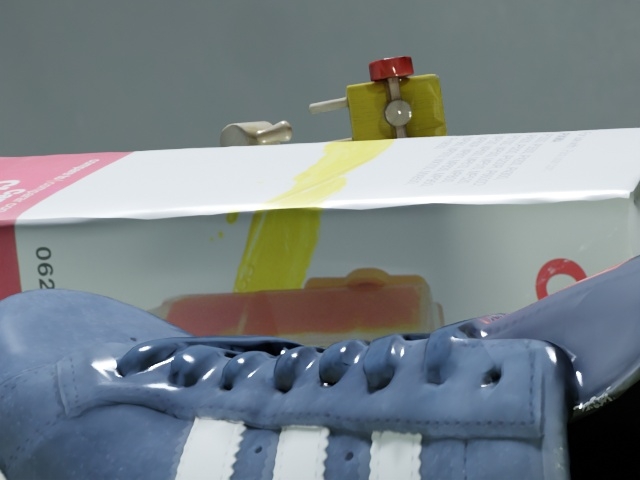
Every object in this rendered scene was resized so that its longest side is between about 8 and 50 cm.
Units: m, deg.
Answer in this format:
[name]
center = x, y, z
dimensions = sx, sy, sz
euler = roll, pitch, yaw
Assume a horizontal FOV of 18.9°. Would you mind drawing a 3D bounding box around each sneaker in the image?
[sneaker]
center = 0.039, 0.052, 0.455
dimensions = 0.131, 0.350, 0.148
euler = -7, 115, -47

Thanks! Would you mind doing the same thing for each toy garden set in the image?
[toy garden set]
center = 0.000, 0.000, 1.226
dimensions = 0.049, 0.244, 0.203
euler = -10, 91, -49

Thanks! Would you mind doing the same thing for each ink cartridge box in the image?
[ink cartridge box]
center = -0.008, 0.099, 0.947
dimensions = 0.160, 0.385, 0.279
euler = -37, 122, -68
